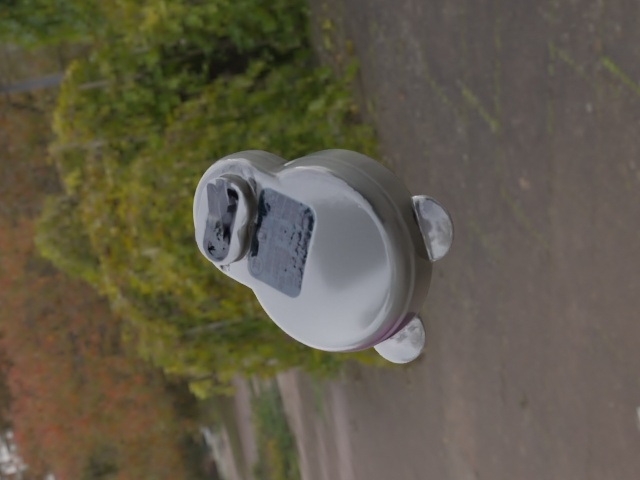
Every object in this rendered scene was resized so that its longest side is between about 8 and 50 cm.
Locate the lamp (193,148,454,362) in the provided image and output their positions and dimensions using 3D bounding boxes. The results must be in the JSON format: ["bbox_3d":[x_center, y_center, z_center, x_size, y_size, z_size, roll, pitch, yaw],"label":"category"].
[{"bbox_3d":[0.000,-0.001,1.199,0.108,0.246,0.179,-25,-46,-59],"label":"lamp"}]
